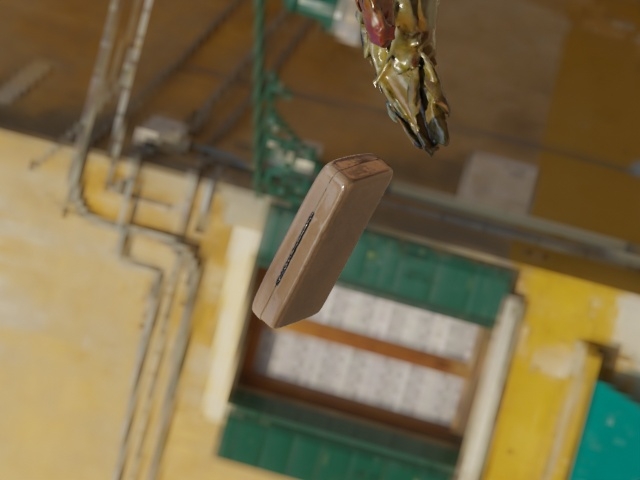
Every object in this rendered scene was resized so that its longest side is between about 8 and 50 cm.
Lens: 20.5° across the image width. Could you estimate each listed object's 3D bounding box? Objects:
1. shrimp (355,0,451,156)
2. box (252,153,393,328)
[{"bbox_3d":[0.041,-0.165,1.031,0.133,0.053,0.236,-1,-94,-83],"label":"shrimp"},{"bbox_3d":[0.000,0.000,1.010,0.048,0.025,0.115,-21,-34,-49],"label":"box"}]
